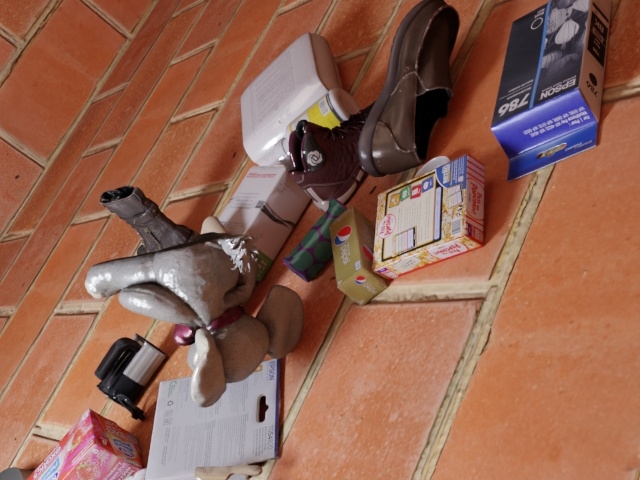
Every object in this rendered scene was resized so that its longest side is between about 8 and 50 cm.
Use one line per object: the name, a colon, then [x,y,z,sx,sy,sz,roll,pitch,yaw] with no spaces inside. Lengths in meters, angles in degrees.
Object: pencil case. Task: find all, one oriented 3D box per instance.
pencil case: [0.000,0.000,1.736,0.152,0.064,0.070,-50,43,0]

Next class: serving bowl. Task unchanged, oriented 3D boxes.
serving bowl: [0.191,-0.100,1.607,0.083,0.027,0.083,-37,30,26]

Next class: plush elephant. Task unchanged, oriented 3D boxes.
plush elephant: [-0.180,0.125,1.604,0.271,0.256,0.330,-18,7,-40]

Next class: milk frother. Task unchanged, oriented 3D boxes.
milk frother: [-0.365,0.275,1.940,0.143,0.129,0.135,33,83,19]

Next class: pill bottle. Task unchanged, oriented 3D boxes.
pill bottle: [-0.006,-0.220,1.971,0.184,0.103,0.103,-36,31,27]

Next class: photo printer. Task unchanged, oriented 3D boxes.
photo printer: [-0.065,-0.307,2.162,0.256,0.107,0.308,-41,30,20]

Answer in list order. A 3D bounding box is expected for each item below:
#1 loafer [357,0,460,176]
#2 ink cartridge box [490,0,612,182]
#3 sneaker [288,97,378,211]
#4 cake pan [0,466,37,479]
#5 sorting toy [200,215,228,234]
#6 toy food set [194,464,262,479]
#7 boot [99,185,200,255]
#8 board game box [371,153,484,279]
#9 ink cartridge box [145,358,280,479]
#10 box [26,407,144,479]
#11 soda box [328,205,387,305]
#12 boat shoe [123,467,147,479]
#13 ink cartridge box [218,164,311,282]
loafer: [0.191,-0.272,1.742,0.130,0.134,0.366,10,72,34]
ink cartridge box: [0.359,-0.254,1.506,0.165,0.065,0.333,-24,39,41]
sneaker: [0.042,-0.204,1.813,0.281,0.162,0.106,-56,28,-8]
cake pan: [-0.695,0.609,2.058,0.293,0.054,0.293,-37,30,26]
sorting toy: [-0.213,0.085,1.855,0.193,0.038,0.208,51,129,48]
toy food set: [-0.132,0.437,1.414,0.128,0.071,0.218,-12,43,17]
boot: [-0.416,-0.042,2.235,0.263,0.229,0.091,-16,43,48]
board game box: [0.167,-0.035,1.514,0.193,0.045,0.147,-22,51,43]
ink cartridge box: [-0.168,0.306,1.599,0.223,0.045,0.223,-13,38,10]
box: [-0.459,0.462,1.802,0.257,0.122,0.128,-48,28,5]
soda box: [0.061,0.023,1.617,0.058,0.061,0.181,-39,30,22]
boat shoe: [-0.383,0.491,1.690,0.277,0.098,0.096,-33,31,14]
ink cartridge box: [-0.130,-0.037,1.946,0.160,0.092,0.219,7,62,59]
